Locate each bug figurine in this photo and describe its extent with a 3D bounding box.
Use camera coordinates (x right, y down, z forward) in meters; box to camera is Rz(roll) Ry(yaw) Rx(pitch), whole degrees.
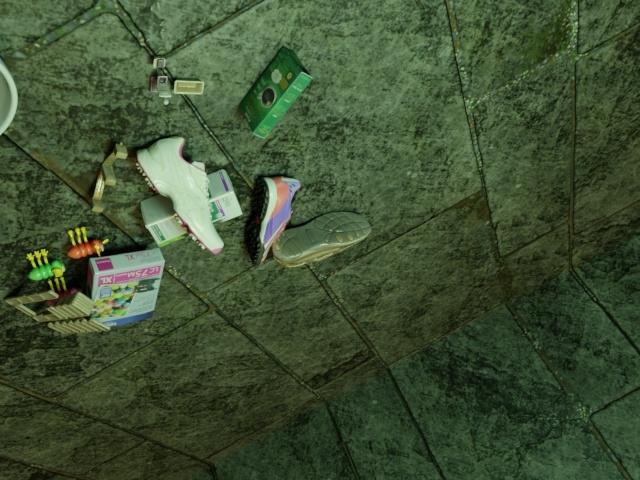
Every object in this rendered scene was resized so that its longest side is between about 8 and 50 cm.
[{"bbox_3d":[-0.645,0.094,1.569,0.216,0.072,0.279,-18,143,-12],"label":"bug figurine"}]

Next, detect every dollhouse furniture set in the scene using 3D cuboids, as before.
[{"bbox_3d":[-0.298,-0.334,1.256,0.114,0.081,0.091,-5,138,-27],"label":"dollhouse furniture set"}]

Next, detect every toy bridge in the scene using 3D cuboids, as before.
[{"bbox_3d":[-0.495,-0.155,1.366,0.026,0.063,0.188,9,129,-39],"label":"toy bridge"}]

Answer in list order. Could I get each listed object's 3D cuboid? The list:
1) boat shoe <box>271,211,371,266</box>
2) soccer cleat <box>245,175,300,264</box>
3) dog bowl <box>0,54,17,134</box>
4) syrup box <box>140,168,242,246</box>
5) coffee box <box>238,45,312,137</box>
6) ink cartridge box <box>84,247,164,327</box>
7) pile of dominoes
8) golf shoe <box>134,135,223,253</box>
[{"bbox_3d":[0.000,0.000,1.825,0.324,0.123,0.116,-13,153,-15],"label":"boat shoe"},{"bbox_3d":[-0.139,-0.050,1.681,0.116,0.109,0.318,-10,138,-28],"label":"soccer cleat"},{"bbox_3d":[-0.688,-0.270,1.027,0.265,0.104,0.265,-29,156,-14],"label":"dog bowl"},{"bbox_3d":[-0.333,-0.085,1.524,0.236,0.096,0.093,-22,143,-5],"label":"syrup box"},{"bbox_3d":[-0.107,-0.339,1.344,0.040,0.113,0.184,16,125,-46],"label":"coffee box"},{"bbox_3d":[-0.545,0.152,1.614,0.185,0.065,0.311,-10,145,-33],"label":"ink cartridge box"},{"bbox_3d":[-0.695,0.184,1.569,0.251,0.040,0.196,-10,138,36],"label":"pile of dominoes"},{"bbox_3d":[-0.308,-0.110,1.405,0.140,0.115,0.306,-37,107,-11],"label":"golf shoe"}]
